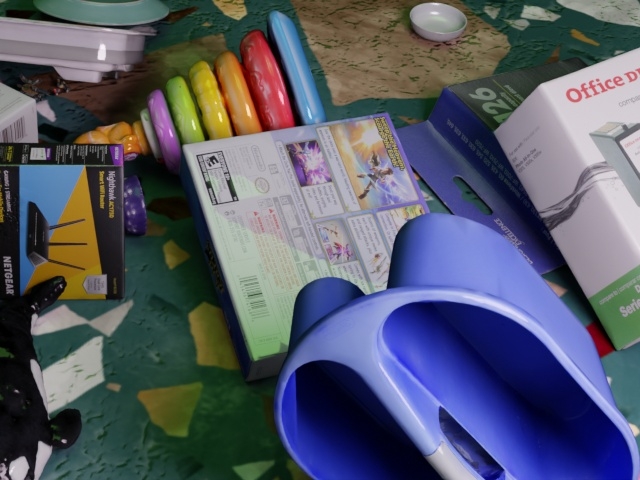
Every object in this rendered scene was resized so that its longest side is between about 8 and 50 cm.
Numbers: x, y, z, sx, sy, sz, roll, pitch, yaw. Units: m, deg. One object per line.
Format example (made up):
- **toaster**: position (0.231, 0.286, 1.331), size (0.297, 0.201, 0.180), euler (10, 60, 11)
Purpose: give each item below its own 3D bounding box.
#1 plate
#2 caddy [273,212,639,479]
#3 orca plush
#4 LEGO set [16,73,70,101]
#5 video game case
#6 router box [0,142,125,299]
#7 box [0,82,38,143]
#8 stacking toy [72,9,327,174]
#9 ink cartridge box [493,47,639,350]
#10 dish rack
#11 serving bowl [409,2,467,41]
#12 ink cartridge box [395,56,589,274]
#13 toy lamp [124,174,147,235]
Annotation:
- **plate**: position (-0.303, -0.336, 1.669), size (0.188, 0.024, 0.188), euler (6, 26, -3)
- **caddy**: position (0.114, 0.146, 1.013), size (0.241, 0.341, 0.179), euler (-33, 28, 21)
- **orca plush**: position (-0.293, 0.124, 1.131), size (0.151, 0.102, 0.287), euler (11, 41, 4)
- **LEGO set**: position (-0.363, -0.190, 1.540), size (0.083, 0.023, 0.054), euler (0, 42, -28)
- **video game case**: position (0.000, 0.000, 1.294), size (0.244, 0.061, 0.269), euler (-11, 62, -17)
- **router box**: position (-0.268, -0.018, 1.237), size (0.133, 0.179, 0.046), euler (-1, 40, -9)
- **box**: position (-0.392, -0.118, 1.390), size (0.087, 0.102, 0.101), euler (26, 45, 17)
- **stacking toy**: position (-0.152, -0.142, 1.431), size (0.302, 0.175, 0.165), euler (-18, 85, -4)
- **ink cartridge box**: position (0.359, -0.056, 1.328), size (0.211, 0.121, 0.289), euler (-22, 76, -26)
- **dish rack**: position (-0.380, -0.244, 1.486), size (0.333, 0.072, 0.285), euler (5, 8, -2)
- **serving bowl**: position (0.169, -0.312, 1.742), size (0.083, 0.027, 0.083), euler (4, 41, -4)
- **ink cartridge box**: position (0.287, -0.104, 1.498), size (0.307, 0.072, 0.303), euler (-15, 47, -27)
- **toy lamp**: position (-0.332, -0.021, 1.310), size (0.275, 0.080, 0.080), euler (-10, 44, -20)
